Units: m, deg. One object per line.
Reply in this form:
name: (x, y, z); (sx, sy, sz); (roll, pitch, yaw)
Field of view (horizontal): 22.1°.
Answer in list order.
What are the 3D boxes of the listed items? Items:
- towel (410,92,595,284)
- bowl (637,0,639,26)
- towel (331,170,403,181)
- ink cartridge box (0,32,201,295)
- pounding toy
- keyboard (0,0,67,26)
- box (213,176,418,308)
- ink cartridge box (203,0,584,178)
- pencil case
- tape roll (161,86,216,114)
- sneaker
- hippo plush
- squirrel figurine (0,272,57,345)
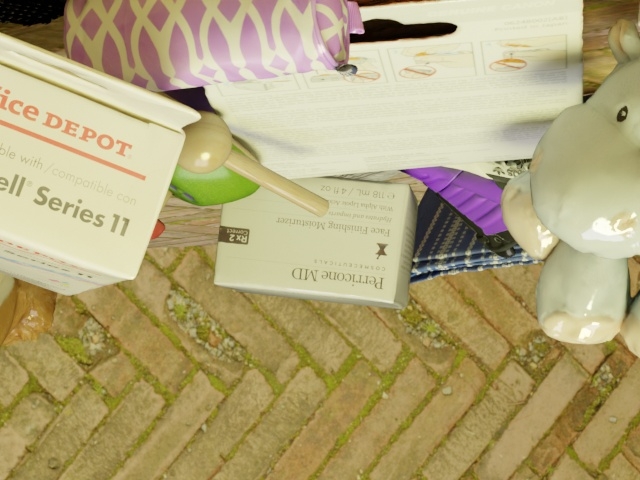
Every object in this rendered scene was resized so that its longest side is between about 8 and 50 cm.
towel: (0.243, -0.062, 1.743); (0.336, 0.243, 0.040); (-8, 133, 42)
bowl: (0.314, -0.186, 1.183); (0.142, 0.053, 0.142); (-7, 174, 44)
towel: (-0.051, -0.092, 2.022); (0.312, 0.056, 0.324); (-2, 176, -23)
ink cartridge box: (-0.230, -0.051, 1.202); (0.207, 0.119, 0.353); (21, 169, -15)
pounding toy: (-0.136, -0.054, 1.452); (0.237, 0.110, 0.183); (23, 169, 48)
keyboard: (-0.260, -0.159, 1.140); (0.100, 0.038, 0.192); (-8, 173, 41)
box: (0.000, 0.000, 1.635); (0.181, 0.119, 0.182); (6, 177, 7)
ink cartridge box: (0.063, -0.153, 1.362); (0.308, 0.091, 0.385); (-4, 164, 7)
pencil case: (-0.075, -0.149, 1.135); (0.206, 0.086, 0.088); (-3, -174, 18)
tape roll: (-0.126, -0.103, 1.670); (0.189, 0.080, 0.189); (-4, 175, 0)
sneaker: (0.156, -0.053, 1.626); (0.293, 0.146, 0.102); (19, -133, 38)
hippo plush: (0.283, -0.039, 1.286); (0.294, 0.234, 0.236); (-39, 165, -1)
squirrel figurine: (-0.492, 0.016, 1.737); (0.370, 0.281, 0.397); (1, 175, 18)
